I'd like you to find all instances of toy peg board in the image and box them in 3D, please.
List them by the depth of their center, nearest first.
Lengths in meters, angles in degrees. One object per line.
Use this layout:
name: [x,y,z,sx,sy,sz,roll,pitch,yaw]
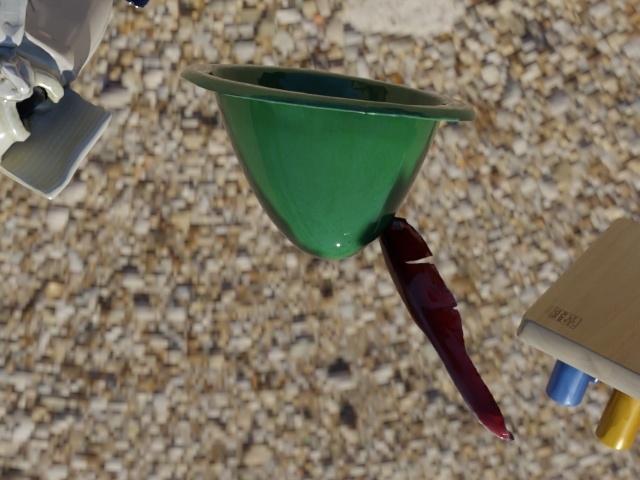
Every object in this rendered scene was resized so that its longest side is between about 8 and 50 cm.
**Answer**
toy peg board: [0.197,0.078,0.947,0.160,0.161,0.079,26,120,18]

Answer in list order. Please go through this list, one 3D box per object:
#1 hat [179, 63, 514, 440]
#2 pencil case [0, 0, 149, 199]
hat: [0.000,0.000,1.026,0.173,0.208,0.184,2,101,-27]
pencil case: [-0.223,-0.179,0.589,0.160,0.183,0.410,-57,138,-19]
